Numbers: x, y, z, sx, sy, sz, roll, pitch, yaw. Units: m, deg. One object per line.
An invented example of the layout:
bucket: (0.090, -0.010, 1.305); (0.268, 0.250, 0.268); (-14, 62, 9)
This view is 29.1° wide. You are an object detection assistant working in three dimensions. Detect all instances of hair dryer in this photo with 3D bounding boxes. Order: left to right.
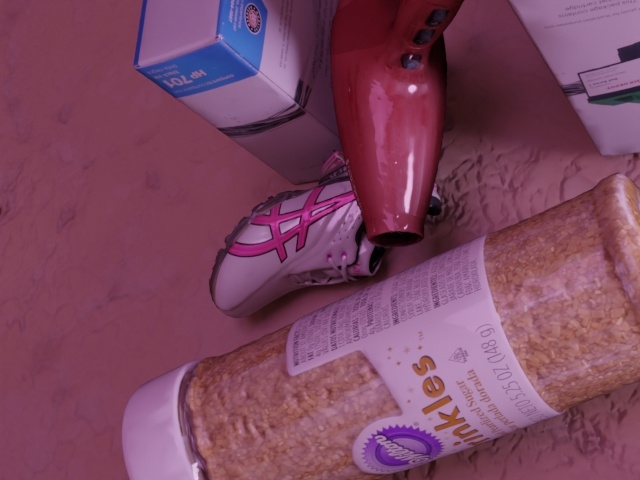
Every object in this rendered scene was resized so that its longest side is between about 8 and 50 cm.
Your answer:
hair dryer: (0.047, -0.135, 0.769); (0.080, 0.293, 0.223); (1, 22, -1)

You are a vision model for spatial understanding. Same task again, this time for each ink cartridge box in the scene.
ink cartridge box: (-0.037, -0.145, 0.893); (0.082, 0.190, 0.140); (-12, 60, 31)
ink cartridge box: (0.180, -0.172, 0.743); (0.092, 0.219, 0.160); (-8, 63, 27)

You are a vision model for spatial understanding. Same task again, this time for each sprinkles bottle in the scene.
sprinkles bottle: (0.049, 0.082, 0.763); (0.355, 0.121, 0.121); (-26, 55, 21)

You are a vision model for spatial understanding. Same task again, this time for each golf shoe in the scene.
golf shoe: (0.000, 0.000, 0.874); (0.186, 0.067, 0.086); (-39, 53, 11)
